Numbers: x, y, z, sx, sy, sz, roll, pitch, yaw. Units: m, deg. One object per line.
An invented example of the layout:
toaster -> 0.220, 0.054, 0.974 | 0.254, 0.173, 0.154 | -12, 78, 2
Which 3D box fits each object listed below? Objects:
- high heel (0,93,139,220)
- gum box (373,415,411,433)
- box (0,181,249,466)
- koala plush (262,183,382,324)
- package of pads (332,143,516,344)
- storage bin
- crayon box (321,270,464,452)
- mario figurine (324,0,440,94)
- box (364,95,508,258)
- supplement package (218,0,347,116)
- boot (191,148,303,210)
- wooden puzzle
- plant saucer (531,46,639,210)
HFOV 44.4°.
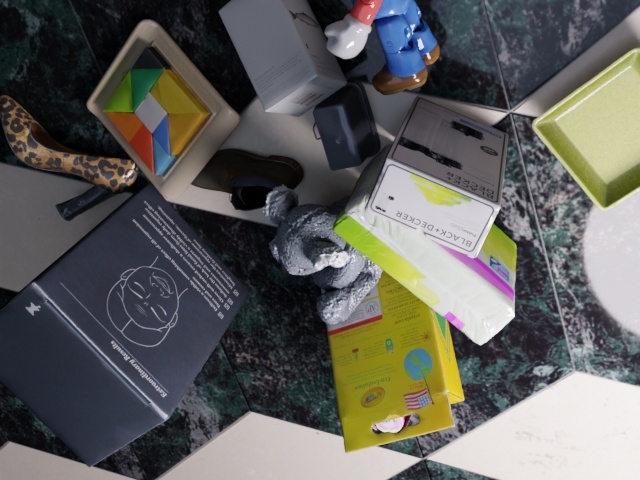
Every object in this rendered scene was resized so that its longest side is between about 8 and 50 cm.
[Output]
high heel -> -0.455, -0.185, 1.428 | 0.186, 0.093, 0.261 | -28, 103, 14
gum box -> 0.148, 0.259, 1.450 | 0.062, 0.107, 0.188 | 15, 121, -6
box -> -0.347, 0.131, 1.368 | 0.212, 0.395, 0.293 | -35, 102, 28
koala plush -> 0.000, 0.000, 1.274 | 0.203, 0.221, 0.196 | -44, 63, 9
package of pads -> 0.178, -0.005, 1.242 | 0.296, 0.229, 0.101 | 39, 119, -7
storage bin -> 0.031, -0.180, 1.274 | 0.098, 0.091, 0.135 | -10, 112, 21
crayon box -> 0.118, 0.185, 1.326 | 0.202, 0.319, 0.081 | -20, 151, 25
mario figurine -> 0.057, -0.374, 1.108 | 0.170, 0.198, 0.321 | -23, 125, 3
box -> 0.181, -0.104, 1.154 | 0.169, 0.290, 0.087 | 24, 121, 4
supplement package -> -0.057, -0.295, 1.195 | 0.105, 0.105, 0.179 | -30, 80, 27
boot -> -0.148, -0.104, 1.356 | 0.219, 0.106, 0.082 | 0, 116, 16
wooden puzzle -> -0.280, -0.220, 1.348 | 0.239, 0.044, 0.221 | 47, 119, 4
plant saucer -> 0.450, -0.169, 1.184 | 0.188, 0.045, 0.188 | -37, 102, 28
